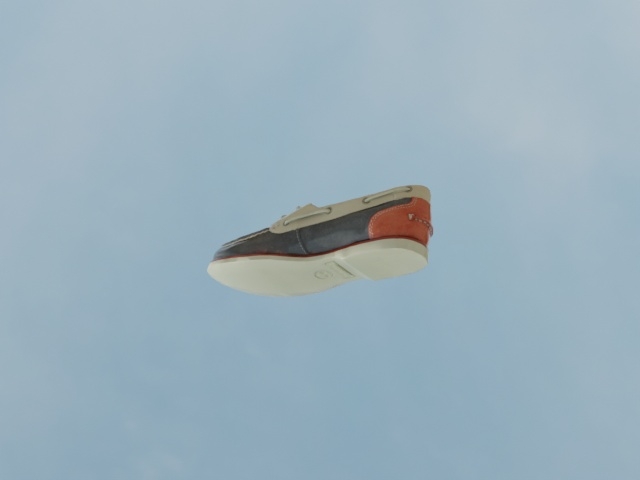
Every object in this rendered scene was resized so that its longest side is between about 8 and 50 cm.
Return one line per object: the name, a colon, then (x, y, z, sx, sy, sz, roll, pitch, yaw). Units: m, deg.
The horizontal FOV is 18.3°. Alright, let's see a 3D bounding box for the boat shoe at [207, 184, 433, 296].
boat shoe: (0.000, 0.000, 1.085, 0.049, 0.137, 0.043, 36, -129, -49)
